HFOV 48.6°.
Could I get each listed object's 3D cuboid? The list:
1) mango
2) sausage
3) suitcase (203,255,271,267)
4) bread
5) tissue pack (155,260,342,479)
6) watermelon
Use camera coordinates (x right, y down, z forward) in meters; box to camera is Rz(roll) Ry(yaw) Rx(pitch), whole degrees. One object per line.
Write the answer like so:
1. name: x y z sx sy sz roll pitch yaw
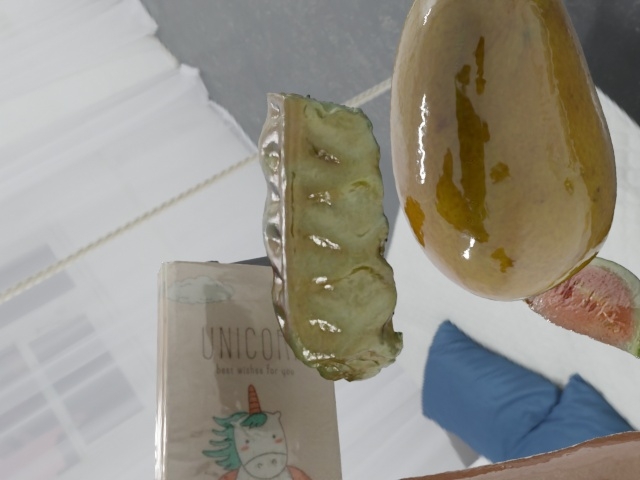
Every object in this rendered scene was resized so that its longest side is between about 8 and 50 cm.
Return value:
1. mango: 0.183 -0.117 0.751 0.264 0.221 0.378 -114 9 -63
2. sausage: 0.089 0.119 0.324 0.043 0.186 0.043 48 -149 -43
3. suitcase: -0.097 0.073 1.142 0.206 0.286 0.066 -146 47 -66
4. bread: 0.000 0.000 0.546 0.128 0.088 0.231 15 119 55
5. tissue pack: -0.065 0.178 0.649 0.071 0.170 0.325 130 140 -58
6. watermelon: 0.380 0.084 1.000 0.245 0.119 0.063 35 159 56
